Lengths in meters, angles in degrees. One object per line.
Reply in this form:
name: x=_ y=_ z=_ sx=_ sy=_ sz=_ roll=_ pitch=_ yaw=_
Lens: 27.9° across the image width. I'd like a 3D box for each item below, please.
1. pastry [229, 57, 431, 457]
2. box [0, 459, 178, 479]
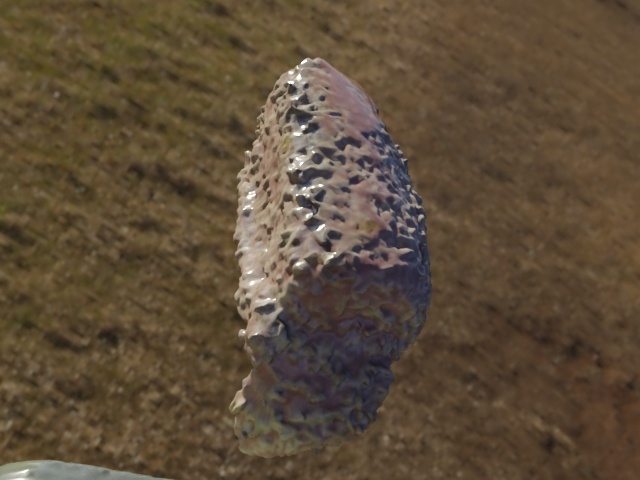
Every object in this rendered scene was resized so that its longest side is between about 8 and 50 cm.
pastry: x=0.006 y=-0.005 z=0.765 sx=0.102 sy=0.112 sz=0.265 roll=16 pitch=51 yaw=-20
box: x=-0.024 y=0.323 z=0.680 sx=0.396 sy=0.396 sz=0.111 roll=9 pitch=24 yaw=-3
